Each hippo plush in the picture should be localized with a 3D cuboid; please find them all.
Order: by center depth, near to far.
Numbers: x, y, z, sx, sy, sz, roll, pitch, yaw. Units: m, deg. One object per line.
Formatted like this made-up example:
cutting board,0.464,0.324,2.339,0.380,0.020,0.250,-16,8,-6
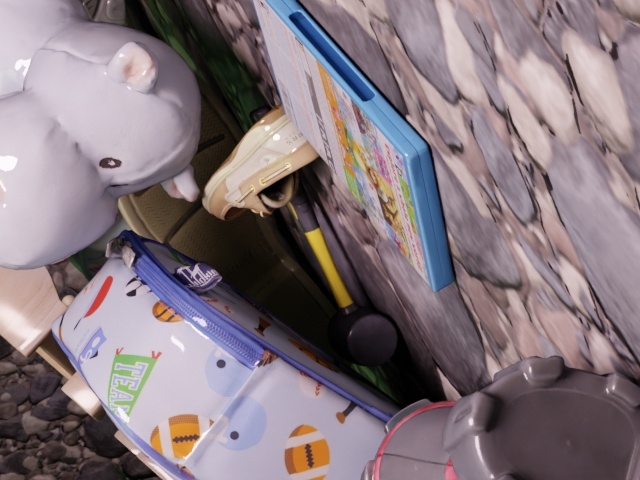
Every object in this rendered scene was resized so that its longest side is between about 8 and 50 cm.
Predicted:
hippo plush,-0.179,-0.090,1.078,0.236,0.294,0.234,42,163,24

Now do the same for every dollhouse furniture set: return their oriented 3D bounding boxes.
dollhouse furniture set,-0.191,0.052,1.449,0.355,0.174,0.303,39,170,14

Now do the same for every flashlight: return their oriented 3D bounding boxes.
flashlight,0.084,0.114,0.827,0.103,0.103,0.304,60,171,10

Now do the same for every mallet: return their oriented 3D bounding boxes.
mallet,0.000,0.000,1.085,0.190,0.039,0.062,67,168,-17

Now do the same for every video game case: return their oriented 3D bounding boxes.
video game case,0.016,-0.061,0.889,0.166,0.015,0.119,52,166,36

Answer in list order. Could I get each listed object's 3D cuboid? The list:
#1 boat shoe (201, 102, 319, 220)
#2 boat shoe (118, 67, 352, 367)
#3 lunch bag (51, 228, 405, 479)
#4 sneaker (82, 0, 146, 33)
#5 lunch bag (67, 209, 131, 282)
boat shoe,-0.037,-0.039,1.040,0.045,0.050,0.135,50,152,5
boat shoe,-0.090,-0.008,1.251,0.302,0.113,0.103,61,164,-14
lunch bag,-0.036,0.110,1.089,0.303,0.115,0.243,37,180,-22
sneaker,-0.189,-0.173,1.334,0.232,0.090,0.115,63,172,-15
lunch bag,-0.217,-0.098,1.475,0.223,0.160,0.262,58,175,12
